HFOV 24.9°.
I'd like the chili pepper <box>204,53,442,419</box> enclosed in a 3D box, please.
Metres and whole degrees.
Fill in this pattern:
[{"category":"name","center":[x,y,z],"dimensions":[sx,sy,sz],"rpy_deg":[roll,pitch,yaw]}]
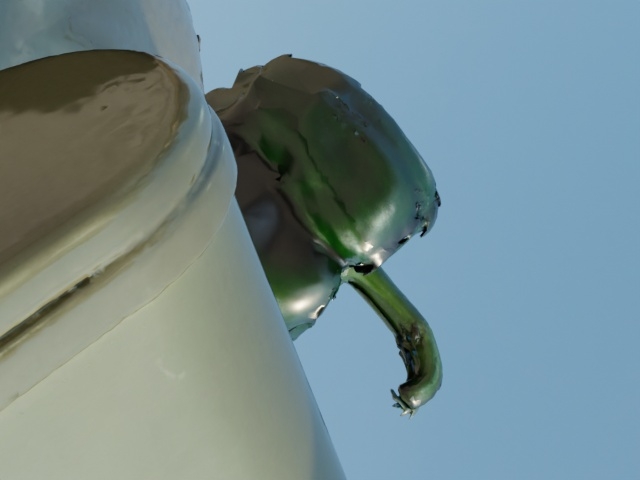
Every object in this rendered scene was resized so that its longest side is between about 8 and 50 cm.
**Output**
[{"category":"chili pepper","center":[0.000,0.000,1.013],"dimensions":[0.174,0.261,0.165],"rpy_deg":[-38,-170,-4]}]

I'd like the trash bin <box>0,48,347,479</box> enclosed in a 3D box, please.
[{"category":"trash bin","center":[-0.093,0.107,0.407],"dimensions":[0.243,0.247,0.121],"rpy_deg":[-39,-144,-23]}]

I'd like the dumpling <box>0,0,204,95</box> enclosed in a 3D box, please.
[{"category":"dumpling","center":[-0.136,-0.074,0.554],"dimensions":[0.163,0.204,0.293],"rpy_deg":[3,-119,25]}]
